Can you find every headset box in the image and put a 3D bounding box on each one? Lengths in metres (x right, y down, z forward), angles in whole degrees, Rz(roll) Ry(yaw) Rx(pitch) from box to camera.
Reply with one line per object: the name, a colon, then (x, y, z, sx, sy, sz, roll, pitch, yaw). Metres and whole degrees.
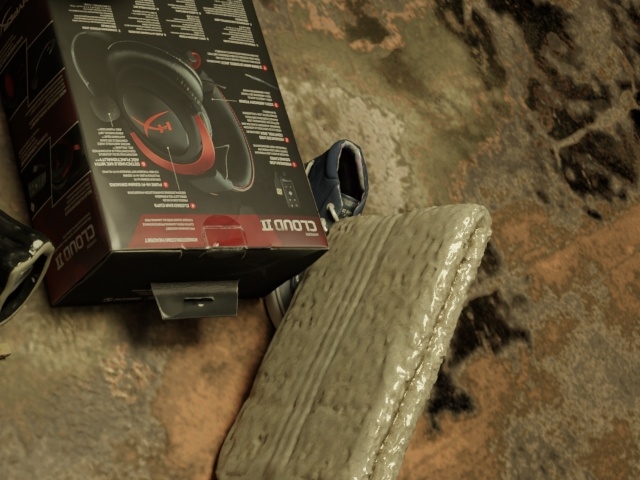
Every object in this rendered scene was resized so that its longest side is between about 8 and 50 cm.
headset box: (-0.134, -0.072, 1.205, 0.218, 0.110, 0.293, -1, 65, -40)

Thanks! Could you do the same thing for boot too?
boot: (0.000, 0.000, 1.288, 0.069, 0.086, 0.190, 19, 53, -30)

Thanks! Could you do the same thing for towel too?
towel: (0.026, 0.096, 1.142, 0.049, 0.187, 0.282, 39, 64, -30)

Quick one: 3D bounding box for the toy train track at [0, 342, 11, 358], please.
toy train track: (-0.268, 0.087, 1.066, 0.083, 0.014, 0.048, -5, 60, -47)

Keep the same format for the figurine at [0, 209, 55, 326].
figurine: (-0.334, 0.011, 1.007, 0.209, 0.092, 0.215, 37, 45, 5)
